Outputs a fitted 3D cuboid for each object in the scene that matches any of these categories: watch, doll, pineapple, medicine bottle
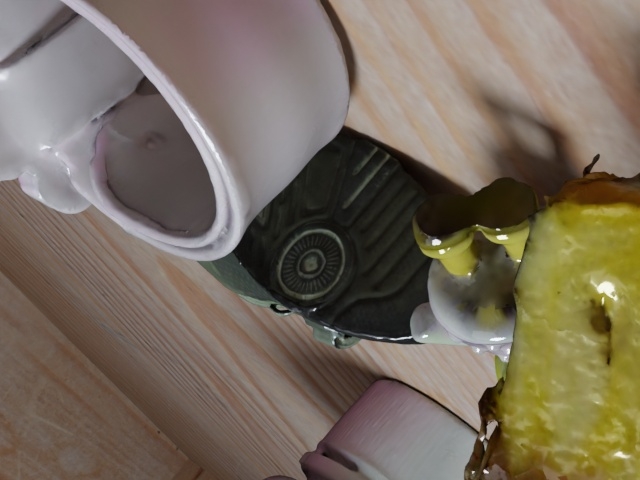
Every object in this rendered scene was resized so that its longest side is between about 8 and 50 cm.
[{"bbox_3d":[-0.123,-0.099,0.684,0.231,0.196,0.244,18,146,43],"label":"watch"},{"bbox_3d":[0.113,0.038,0.656,0.129,0.081,0.207,-15,147,20],"label":"doll"},{"bbox_3d":[0.131,0.075,0.527,0.114,0.186,0.236,31,155,28],"label":"pineapple"},{"bbox_3d":[0.030,0.314,1.161,0.256,0.325,0.256,39,164,13],"label":"medicine bottle"}]

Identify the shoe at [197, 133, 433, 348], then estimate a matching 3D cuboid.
[{"bbox_3d":[-0.001,0.002,0.824,0.293,0.109,0.149,29,169,37],"label":"shoe"}]
